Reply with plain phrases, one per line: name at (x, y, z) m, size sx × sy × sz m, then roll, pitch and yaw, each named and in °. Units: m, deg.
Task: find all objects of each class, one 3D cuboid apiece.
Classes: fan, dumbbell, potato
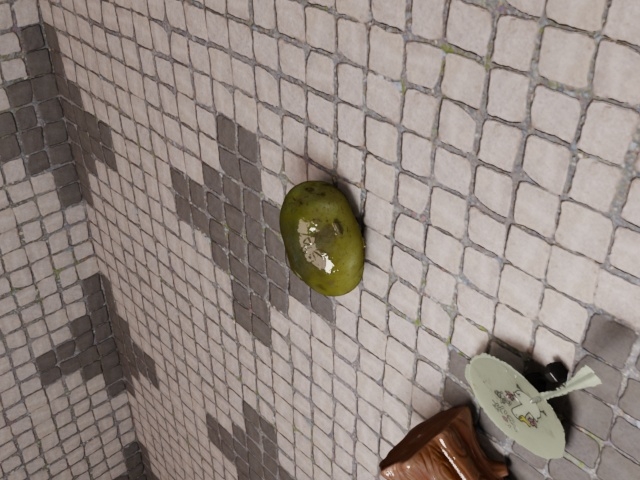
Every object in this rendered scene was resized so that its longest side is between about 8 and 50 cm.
fan at (0.373, 0.274, 1.249) m, size 0.233 × 0.012 × 0.414 m, roll 51°, pitch 158°, yaw 9°
dumbbell at (0.389, 0.238, 1.252) m, size 0.040 × 0.036 × 0.083 m, roll 53°, pitch 145°, yaw 9°
potato at (0.001, -0.001, 1.500) m, size 0.197 × 0.148 × 0.228 m, roll 19°, pitch 126°, yaw 27°

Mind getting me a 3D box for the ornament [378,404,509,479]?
ornament at (0.267, 0.477, 1.457) m, size 0.217 × 0.221 × 0.235 m, roll 54°, pitch -174°, yaw 5°
